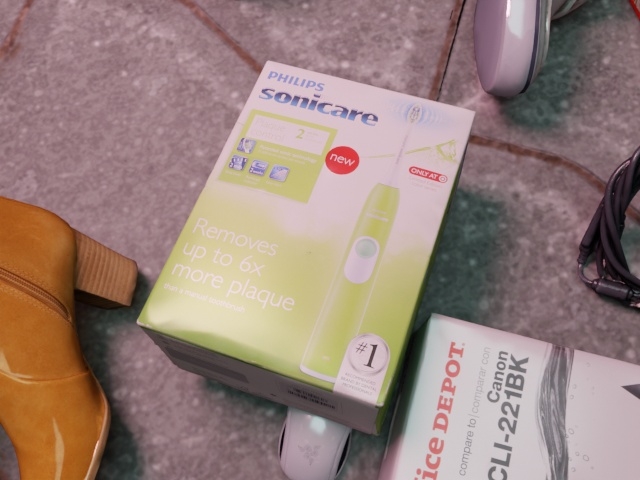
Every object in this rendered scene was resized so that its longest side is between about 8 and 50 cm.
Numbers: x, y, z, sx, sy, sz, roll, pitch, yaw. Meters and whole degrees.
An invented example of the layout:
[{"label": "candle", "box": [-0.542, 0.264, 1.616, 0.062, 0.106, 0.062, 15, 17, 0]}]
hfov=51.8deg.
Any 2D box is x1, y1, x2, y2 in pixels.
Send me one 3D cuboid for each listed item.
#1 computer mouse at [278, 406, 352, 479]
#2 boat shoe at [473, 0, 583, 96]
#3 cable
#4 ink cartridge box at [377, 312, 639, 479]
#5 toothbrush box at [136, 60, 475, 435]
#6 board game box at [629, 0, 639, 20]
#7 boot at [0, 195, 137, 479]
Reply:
[{"label": "computer mouse", "box": [0.010, 0.135, 0.624, 0.106, 0.042, 0.193, 12, 74, 5]}, {"label": "boat shoe", "box": [0.259, -0.308, 0.713, 0.156, 0.136, 0.367, 9, 64, 1]}, {"label": "cable", "box": [0.332, -0.010, 0.604, 0.150, 0.047, 0.184, 31, 118, 24]}, {"label": "ink cartridge box", "box": [0.194, 0.194, 0.562, 0.273, 0.114, 0.197, 14, 75, 7]}, {"label": "toothbrush box", "box": [0.000, 0.000, 0.599, 0.206, 0.122, 0.283, 17, 64, 12]}, {"label": "board game box", "box": [0.442, -0.238, 0.719, 0.147, 0.045, 0.193, -16, 73, -3]}, {"label": "boot", "box": [-0.285, 0.104, 0.559, 0.211, 0.104, 0.295, 25, 59, -36]}]
